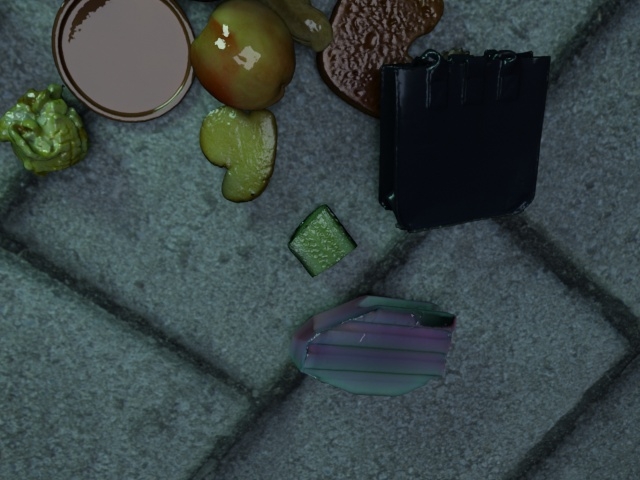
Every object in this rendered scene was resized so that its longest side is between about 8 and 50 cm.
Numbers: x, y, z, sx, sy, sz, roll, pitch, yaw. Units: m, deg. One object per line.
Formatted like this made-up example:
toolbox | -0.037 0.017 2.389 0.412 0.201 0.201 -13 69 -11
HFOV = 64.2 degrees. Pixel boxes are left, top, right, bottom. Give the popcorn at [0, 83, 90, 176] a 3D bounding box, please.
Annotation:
popcorn | -0.478 -0.185 0.894 0.141 0.162 0.135 -31 145 22

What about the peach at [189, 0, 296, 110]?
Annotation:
peach | -0.128 -0.314 0.879 0.184 0.184 0.184 -2 105 -9

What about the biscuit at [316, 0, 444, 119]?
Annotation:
biscuit | 0.137 -0.375 0.976 0.262 0.052 0.277 20 101 -17

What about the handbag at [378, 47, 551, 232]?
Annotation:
handbag | 0.264 -0.199 0.972 0.304 0.122 0.329 -9 117 -11

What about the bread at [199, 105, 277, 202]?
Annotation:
bread | -0.157 -0.168 0.979 0.150 0.065 0.187 10 106 -1

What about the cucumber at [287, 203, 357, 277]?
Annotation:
cucumber | 0.000 0.000 1.043 0.116 0.062 0.115 -36 105 8

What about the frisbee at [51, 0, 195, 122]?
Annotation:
frisbee | -0.349 -0.341 0.921 0.251 0.021 0.250 -2 104 -8

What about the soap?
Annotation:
soap | 0.107 0.218 1.066 0.324 0.109 0.192 8 99 -21

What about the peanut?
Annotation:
peanut | -0.044 -0.406 0.905 0.080 0.080 0.174 -44 83 4
